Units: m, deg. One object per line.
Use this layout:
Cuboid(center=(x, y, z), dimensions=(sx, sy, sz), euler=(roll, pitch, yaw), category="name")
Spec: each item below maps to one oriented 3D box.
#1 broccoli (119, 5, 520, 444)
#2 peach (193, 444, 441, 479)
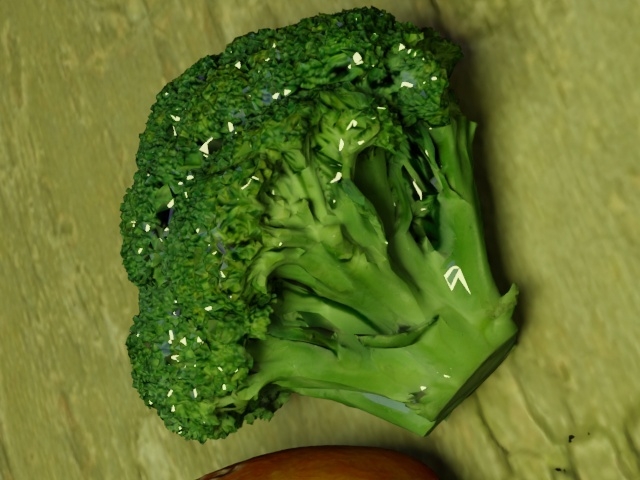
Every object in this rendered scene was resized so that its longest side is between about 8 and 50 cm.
Cuboid(center=(0.000, 0.000, 0.797), dimensions=(0.241, 0.261, 0.269), euler=(43, 77, 8), category="broccoli")
Cuboid(center=(-0.013, 0.222, 0.772), dimensions=(0.243, 0.243, 0.200), euler=(-10, 104, 40), category="peach")
